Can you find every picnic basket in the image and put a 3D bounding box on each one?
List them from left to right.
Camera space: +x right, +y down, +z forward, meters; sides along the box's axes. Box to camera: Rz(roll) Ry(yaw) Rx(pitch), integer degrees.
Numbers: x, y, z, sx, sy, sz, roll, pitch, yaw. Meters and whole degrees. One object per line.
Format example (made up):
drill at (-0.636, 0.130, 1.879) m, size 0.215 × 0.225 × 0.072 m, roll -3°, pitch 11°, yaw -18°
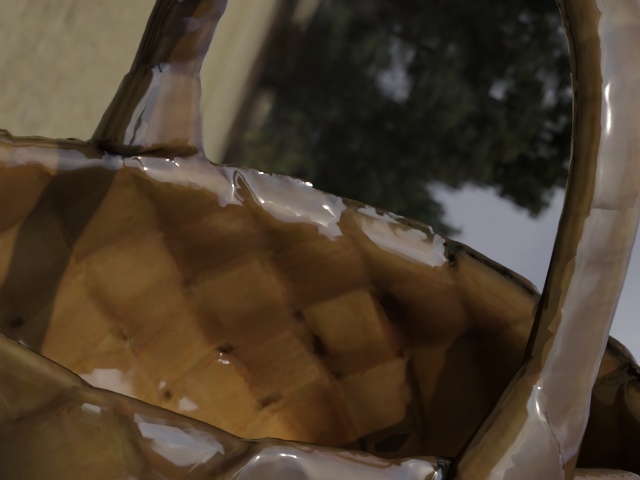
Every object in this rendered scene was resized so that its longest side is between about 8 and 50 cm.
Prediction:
picnic basket at (0.000, 0.000, 0.657) m, size 0.293 × 0.337 × 0.337 m, roll 41°, pitch -70°, yaw 48°
